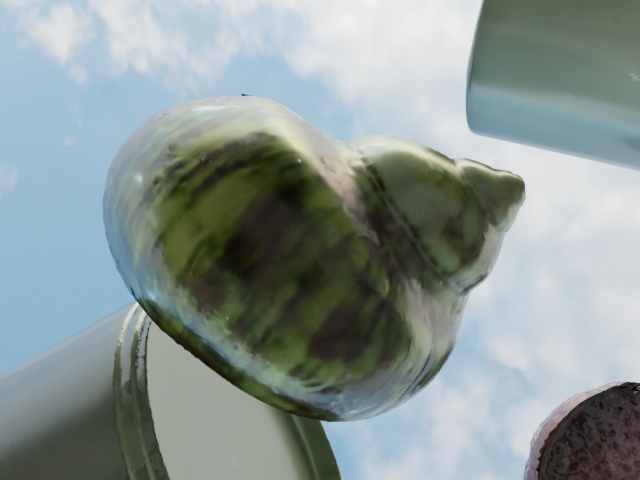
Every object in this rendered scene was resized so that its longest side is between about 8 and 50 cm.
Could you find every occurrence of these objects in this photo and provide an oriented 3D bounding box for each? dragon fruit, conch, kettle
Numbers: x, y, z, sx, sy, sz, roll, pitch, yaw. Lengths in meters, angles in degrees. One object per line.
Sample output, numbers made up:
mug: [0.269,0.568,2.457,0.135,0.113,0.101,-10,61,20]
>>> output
dragon fruit: [0.273,0.245,0.719,0.219,0.148,0.223,28,-105,-4]
conch: [0.002,0.000,0.380,0.181,0.124,0.187,-29,-82,-23]
kettle: [0.304,-0.139,0.628,0.318,0.265,0.205,16,-107,21]

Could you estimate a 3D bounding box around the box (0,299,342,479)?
box: [-0.097,0.155,0.462,0.149,0.226,0.226,-28,-100,14]
